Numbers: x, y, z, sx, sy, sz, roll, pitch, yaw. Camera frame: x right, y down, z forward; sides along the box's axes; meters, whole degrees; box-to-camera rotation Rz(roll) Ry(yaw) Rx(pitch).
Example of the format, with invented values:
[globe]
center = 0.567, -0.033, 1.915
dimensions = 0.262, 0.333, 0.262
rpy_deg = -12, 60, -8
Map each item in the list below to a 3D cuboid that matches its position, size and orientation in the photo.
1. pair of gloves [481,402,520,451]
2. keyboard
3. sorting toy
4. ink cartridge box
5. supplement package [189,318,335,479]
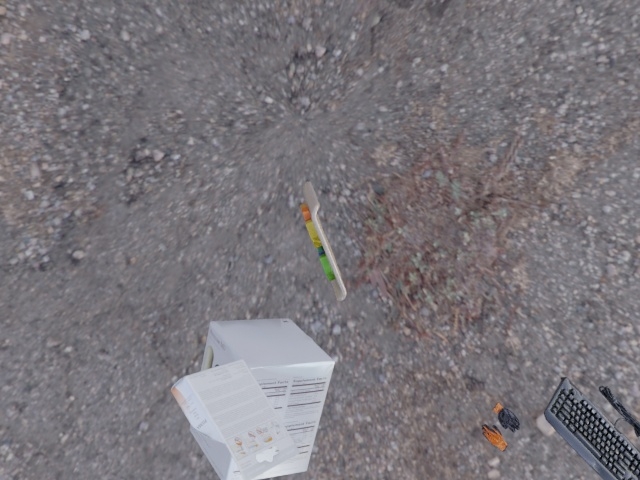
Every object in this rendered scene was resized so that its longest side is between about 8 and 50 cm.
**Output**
[pair of gloves]
center = 0.383, 0.397, 1.522
dimensions = 0.010, 0.074, 0.083
rpy_deg = 19, 107, -45
[keyboard]
center = 0.624, 0.414, 1.526
dimensions = 0.317, 0.033, 0.201
rpy_deg = 45, 53, -1
[sorting toy]
center = 0.000, 0.000, 1.464
dimensions = 0.038, 0.193, 0.208
rpy_deg = -17, 111, 0
[ink cartridge box]
center = -0.128, 0.276, 1.098
dimensions = 0.045, 0.145, 0.179
rpy_deg = -41, 72, 27
[supplement package]
center = -0.128, 0.323, 1.483
dimensions = 0.198, 0.199, 0.263
rpy_deg = 2, 110, -33
